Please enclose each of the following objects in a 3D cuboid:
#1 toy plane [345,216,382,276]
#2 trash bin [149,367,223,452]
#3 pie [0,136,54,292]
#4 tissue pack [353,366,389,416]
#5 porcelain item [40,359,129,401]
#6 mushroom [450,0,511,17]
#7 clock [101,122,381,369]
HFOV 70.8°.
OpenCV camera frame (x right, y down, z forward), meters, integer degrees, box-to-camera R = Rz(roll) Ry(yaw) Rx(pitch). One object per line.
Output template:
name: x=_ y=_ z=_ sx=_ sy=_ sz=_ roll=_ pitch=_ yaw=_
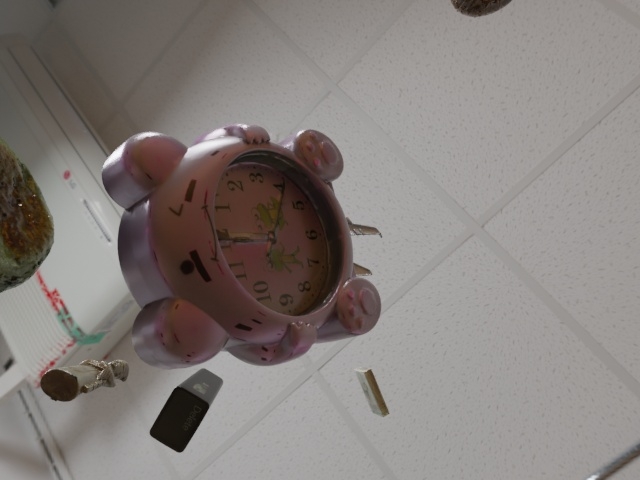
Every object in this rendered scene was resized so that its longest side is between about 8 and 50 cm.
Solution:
toy plane: x=0.000 y=-0.002 z=0.986 sx=0.251 sy=0.101 sz=0.255 roll=-27 pitch=-118 yaw=-8
trash bin: x=-0.388 y=0.498 z=1.361 sx=0.115 sy=0.225 sz=0.165 roll=30 pitch=-89 yaw=2
pie: x=-0.488 y=-0.061 z=0.600 sx=0.066 sy=0.302 sz=0.303 roll=-22 pitch=-103 yaw=8
tissue pack: x=0.112 y=0.333 z=0.994 sx=0.023 sy=0.056 sz=0.108 roll=-23 pitch=-92 yaw=-24
porcelain item: x=-0.441 y=0.265 z=0.883 sx=0.084 sy=0.213 sz=0.054 roll=20 pitch=-96 yaw=9
mushroom: x=0.257 y=-0.417 z=0.704 sx=0.109 sy=0.085 sz=0.126 roll=14 pitch=-79 yaw=36
clock: x=-0.078 y=0.002 z=0.551 sx=0.113 sy=0.322 sz=0.296 roll=-21 pitch=-101 yaw=41
